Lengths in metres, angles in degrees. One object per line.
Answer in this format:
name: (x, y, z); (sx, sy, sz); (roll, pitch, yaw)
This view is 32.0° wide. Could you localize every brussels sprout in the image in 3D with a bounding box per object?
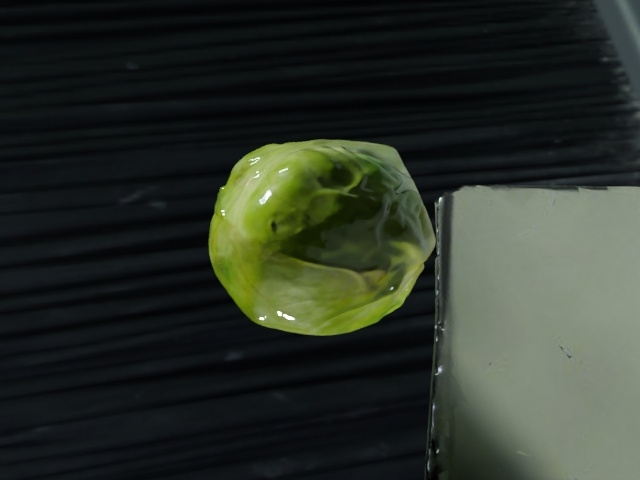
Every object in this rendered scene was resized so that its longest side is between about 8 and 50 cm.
brussels sprout: (0.000, 0.000, 1.097); (0.161, 0.223, 0.223); (-89, 3, -67)

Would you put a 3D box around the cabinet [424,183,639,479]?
cabinet: (0.187, 0.155, 0.479); (0.318, 0.290, 0.227); (82, -169, -61)
